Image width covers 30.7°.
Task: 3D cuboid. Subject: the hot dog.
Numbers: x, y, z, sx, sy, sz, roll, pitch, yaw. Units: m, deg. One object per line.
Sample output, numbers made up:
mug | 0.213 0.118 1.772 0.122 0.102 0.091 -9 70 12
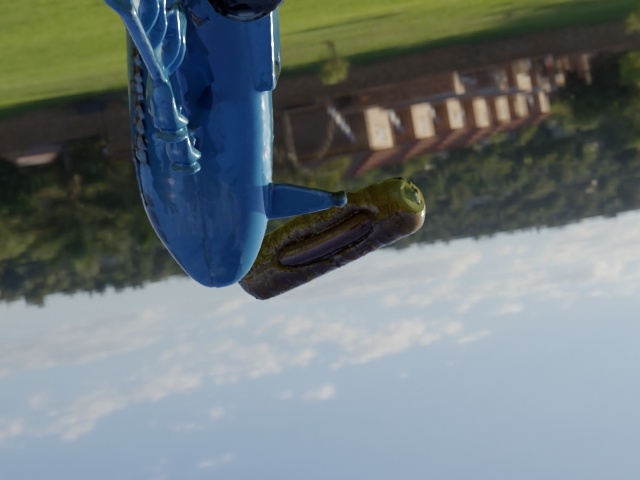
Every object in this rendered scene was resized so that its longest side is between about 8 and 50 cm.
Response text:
hot dog | 0.000 0.000 1.079 0.216 0.066 0.047 -24 -176 33

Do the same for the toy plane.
toy plane | -0.054 -0.102 0.555 0.105 0.271 0.254 -9 -156 8
